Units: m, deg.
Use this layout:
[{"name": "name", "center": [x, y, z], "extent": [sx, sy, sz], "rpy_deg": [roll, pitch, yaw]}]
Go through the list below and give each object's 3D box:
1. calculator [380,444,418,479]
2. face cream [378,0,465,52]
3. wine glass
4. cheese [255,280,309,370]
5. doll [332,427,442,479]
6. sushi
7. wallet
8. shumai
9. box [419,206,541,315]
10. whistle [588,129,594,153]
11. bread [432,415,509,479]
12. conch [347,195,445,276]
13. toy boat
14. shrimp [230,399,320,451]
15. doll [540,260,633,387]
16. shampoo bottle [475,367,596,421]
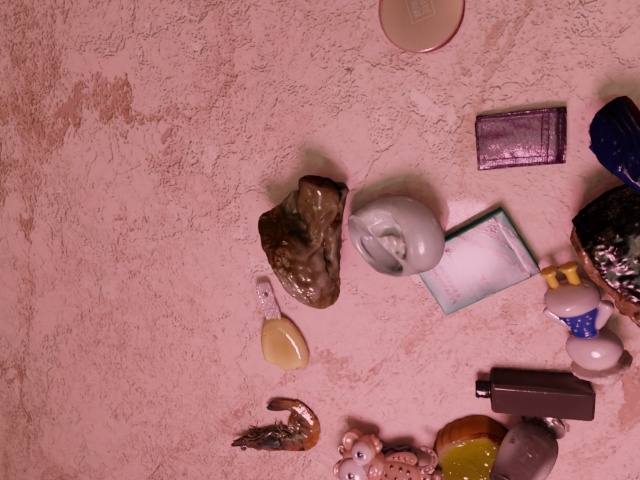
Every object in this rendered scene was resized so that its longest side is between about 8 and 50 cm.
[{"name": "calculator", "center": [0.205, 0.690, 1.333], "extent": [0.165, 0.028, 0.274], "rpy_deg": [-6, 109, 19]}, {"name": "face cream", "center": [0.187, -0.422, 0.867], "extent": [0.149, 0.104, 0.149], "rpy_deg": [6, 112, 16]}, {"name": "wine glass", "center": [0.466, 0.478, 1.065], "extent": [0.111, 0.204, 0.111], "rpy_deg": [33, 148, 25]}, {"name": "cheese", "center": [-0.117, 0.225, 1.247], "extent": [0.127, 0.050, 0.255], "rpy_deg": [-12, 104, 23]}, {"name": "doll", "center": [0.170, 0.586, 1.223], "extent": [0.278, 0.119, 0.154], "rpy_deg": [4, 86, 20]}, {"name": "sushi", "center": [0.607, 0.063, 0.868], "extent": [0.171, 0.211, 0.350], "rpy_deg": [-39, 89, 31]}, {"name": "wallet", "center": [0.390, -0.197, 0.929], "extent": [0.165, 0.030, 0.111], "rpy_deg": [-3, 110, 19]}, {"name": "shumai", "center": [0.000, 0.000, 1.036], "extent": [0.203, 0.222, 0.272], "rpy_deg": [-31, 90, 21]}, {"name": "box", "center": [0.333, 0.051, 1.036], "extent": [0.226, 0.042, 0.161], "rpy_deg": [-32, 99, 26]}, {"name": "whistle", "center": [0.527, -0.171, 0.893], "extent": [0.029, 0.033, 0.083], "rpy_deg": [-30, 98, 29]}, {"name": "bread", "center": [0.397, 0.557, 1.197], "extent": [0.236, 0.070, 0.236], "rpy_deg": [7, 113, 17]}, {"name": "conch", "center": [0.164, -0.007, 1.021], "extent": [0.221, 0.121, 0.185], "rpy_deg": [22, 109, 35]}, {"name": "toy boat", "center": [0.612, -0.136, 0.799], "extent": [0.318, 0.219, 0.072], "rpy_deg": [21, 153, 5]}, {"name": "shrimp", "center": [-0.143, 0.541, 1.378], "extent": [0.296, 0.058, 0.169], "rpy_deg": [-12, 99, 18]}, {"name": "doll", "center": [0.546, 0.179, 0.978], "extent": [0.138, 0.119, 0.293], "rpy_deg": [-20, 102, 45]}, {"name": "shampoo bottle", "center": [0.483, 0.348, 1.083], "extent": [0.246, 0.080, 0.079], "rpy_deg": [-1, 108, 18]}]
